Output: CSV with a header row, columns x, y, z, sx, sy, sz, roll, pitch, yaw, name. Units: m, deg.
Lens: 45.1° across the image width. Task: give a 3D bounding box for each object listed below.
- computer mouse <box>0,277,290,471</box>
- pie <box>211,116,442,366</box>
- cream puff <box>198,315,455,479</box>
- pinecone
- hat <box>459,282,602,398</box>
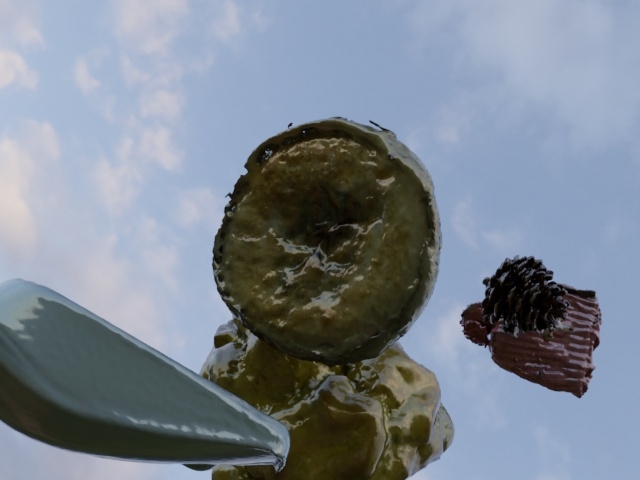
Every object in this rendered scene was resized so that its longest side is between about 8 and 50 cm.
x,y,z,sx,sy,sz,roll,pitch,yaw,name
-0.129,0.103,0.485,0.231,0.079,0.128,29,-21,-11,computer mouse
0.000,0.000,0.811,0.274,0.055,0.274,-6,-103,27,pie
-0.017,0.187,0.935,0.291,0.324,0.257,-26,-96,-4,cream puff
0.388,0.109,1.460,0.174,0.173,0.173,14,-57,23,pinecone
0.430,0.185,1.595,0.286,0.236,0.107,10,-29,17,hat
